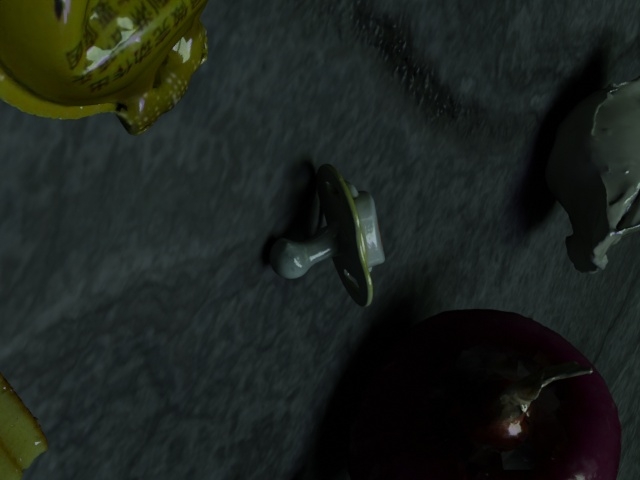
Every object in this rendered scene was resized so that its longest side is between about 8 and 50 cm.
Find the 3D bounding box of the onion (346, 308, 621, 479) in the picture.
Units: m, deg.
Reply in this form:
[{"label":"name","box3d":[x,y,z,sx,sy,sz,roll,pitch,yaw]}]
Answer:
[{"label":"onion","box3d":[0.103,0.129,1.087,0.177,0.177,0.153,-66,159,-5]}]

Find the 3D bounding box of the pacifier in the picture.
[{"label":"pacifier","box3d":[0.000,0.000,0.933,0.064,0.068,0.083,-19,115,-17]}]

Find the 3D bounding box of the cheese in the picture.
[{"label":"cheese","box3d":[-0.094,-0.144,0.591,0.156,0.064,0.250,-55,143,-30]}]

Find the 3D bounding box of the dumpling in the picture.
[{"label":"dumpling","box3d":[0.218,-0.052,1.279,0.127,0.108,0.188,121,-9,-57]}]

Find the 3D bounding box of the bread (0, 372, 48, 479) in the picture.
[{"label":"bread","box3d":[-0.151,0.045,0.589,0.035,0.094,0.090,-57,156,-22]}]

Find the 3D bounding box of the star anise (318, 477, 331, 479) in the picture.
[{"label":"star anise","box3d":[-0.017,0.278,1.016,0.212,0.129,0.282,-54,146,-56]}]
